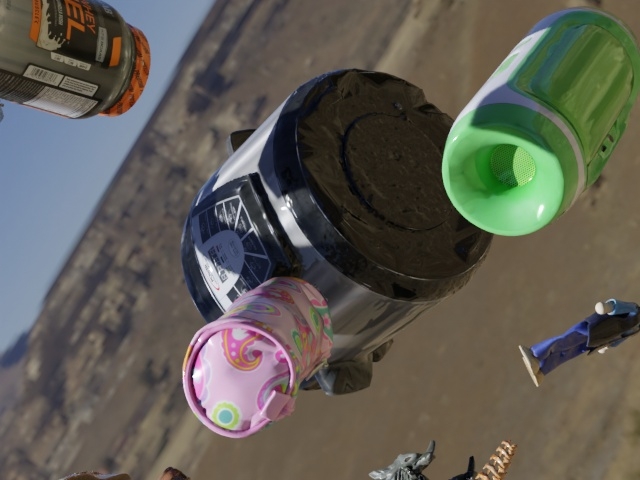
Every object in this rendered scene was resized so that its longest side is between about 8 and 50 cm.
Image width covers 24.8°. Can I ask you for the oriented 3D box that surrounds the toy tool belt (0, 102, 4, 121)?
[{"bbox_3d":[-0.473,-0.177,2.075,0.083,0.051,0.052,-50,-35,-36],"label":"toy tool belt"}]

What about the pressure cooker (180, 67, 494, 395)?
[{"bbox_3d":[0.005,0.001,2.124,0.420,0.375,0.370,-40,22,47],"label":"pressure cooker"}]

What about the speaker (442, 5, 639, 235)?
[{"bbox_3d":[0.210,-0.117,1.334,0.131,0.131,0.296,-55,-3,36],"label":"speaker"}]

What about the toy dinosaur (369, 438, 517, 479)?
[{"bbox_3d":[0.186,0.419,2.125,0.322,0.164,0.218,-35,29,12],"label":"toy dinosaur"}]

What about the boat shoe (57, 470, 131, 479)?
[{"bbox_3d":[-0.265,0.283,1.627,0.135,0.045,0.050,16,-106,-61],"label":"boat shoe"}]

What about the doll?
[{"bbox_3d":[0.336,0.113,1.762,0.189,0.046,0.129,-26,-30,3],"label":"doll"}]

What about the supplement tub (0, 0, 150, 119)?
[{"bbox_3d":[-0.256,-0.179,1.339,0.117,0.190,0.117,-11,74,41],"label":"supplement tub"}]

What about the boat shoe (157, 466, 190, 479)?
[{"bbox_3d":[-0.218,0.352,1.812,0.178,0.060,0.064,-47,-13,17],"label":"boat shoe"}]

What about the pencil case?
[{"bbox_3d":[-0.056,0.113,1.495,0.124,0.124,0.284,-58,-4,10],"label":"pencil case"}]
